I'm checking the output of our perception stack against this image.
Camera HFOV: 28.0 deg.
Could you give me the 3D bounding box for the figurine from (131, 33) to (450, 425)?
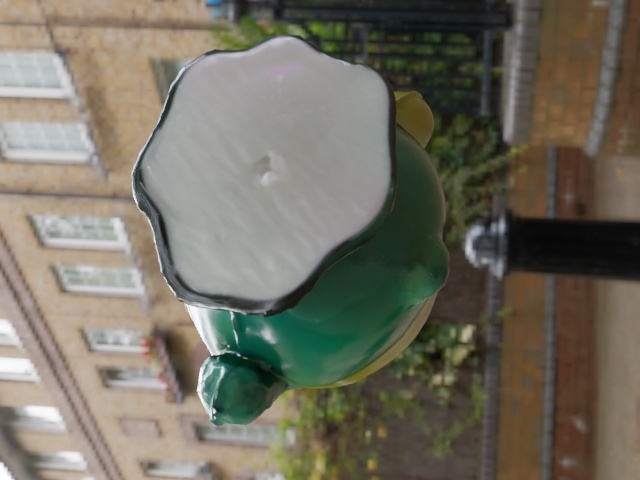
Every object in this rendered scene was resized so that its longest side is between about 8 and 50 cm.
[{"bbox_3d":[0.000,0.000,0.998,0.324,0.231,0.340,-66,-17,-8],"label":"figurine"}]
